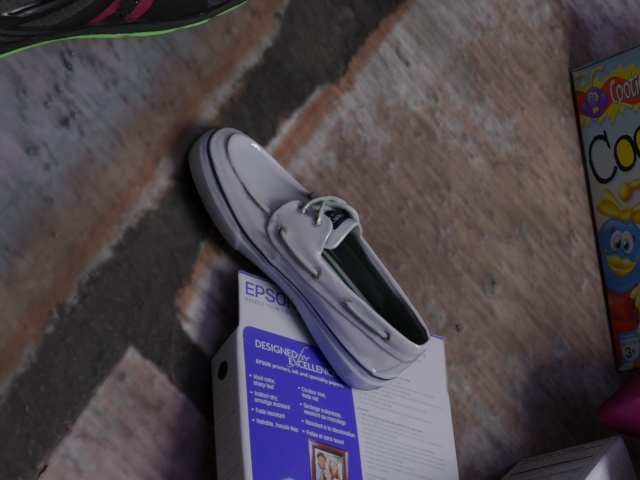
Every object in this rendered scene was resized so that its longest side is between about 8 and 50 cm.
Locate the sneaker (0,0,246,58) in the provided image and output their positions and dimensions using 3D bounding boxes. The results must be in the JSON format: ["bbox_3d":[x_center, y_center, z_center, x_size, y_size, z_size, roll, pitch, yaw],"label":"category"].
[{"bbox_3d":[-0.127,-0.226,1.046,0.483,0.202,0.185,-31,99,-39],"label":"sneaker"}]

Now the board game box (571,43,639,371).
[{"bbox_3d":[0.338,-0.033,1.399,0.144,0.142,0.275,0,79,-38],"label":"board game box"}]

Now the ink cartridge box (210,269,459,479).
[{"bbox_3d":[0.015,0.144,1.152,0.206,0.045,0.208,20,52,-34],"label":"ink cartridge box"}]

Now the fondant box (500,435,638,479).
[{"bbox_3d":[0.179,0.301,1.137,0.330,0.096,0.238,-21,92,-65],"label":"fondant box"}]

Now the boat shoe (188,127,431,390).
[{"bbox_3d":[0.000,0.000,1.146,0.226,0.076,0.083,51,39,-3],"label":"boat shoe"}]

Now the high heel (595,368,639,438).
[{"bbox_3d":[0.311,0.147,1.327,0.244,0.117,0.082,23,52,-66],"label":"high heel"}]
